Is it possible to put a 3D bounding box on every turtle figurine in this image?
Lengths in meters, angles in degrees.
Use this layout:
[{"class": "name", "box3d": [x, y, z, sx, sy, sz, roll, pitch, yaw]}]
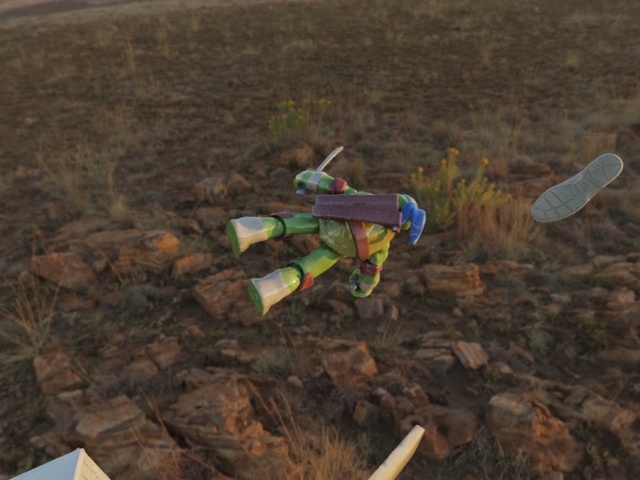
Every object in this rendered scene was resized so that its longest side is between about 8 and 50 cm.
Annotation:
[{"class": "turtle figurine", "box3d": [0.000, 0.000, 0.741, 0.267, 0.197, 0.275, -19, 28, -20]}]

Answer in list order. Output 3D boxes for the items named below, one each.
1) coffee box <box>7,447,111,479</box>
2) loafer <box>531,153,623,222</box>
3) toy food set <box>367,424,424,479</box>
[{"class": "coffee box", "box3d": [-0.463, 0.612, 0.746, 0.338, 0.337, 0.334, -23, 30, -4]}, {"class": "loafer", "box3d": [0.345, -0.067, 0.649, 0.045, 0.125, 0.039, 56, 32, 13]}, {"class": "toy food set", "box3d": [0.023, 0.222, 0.247, 0.071, 0.217, 0.128, 25, 5, 26]}]
